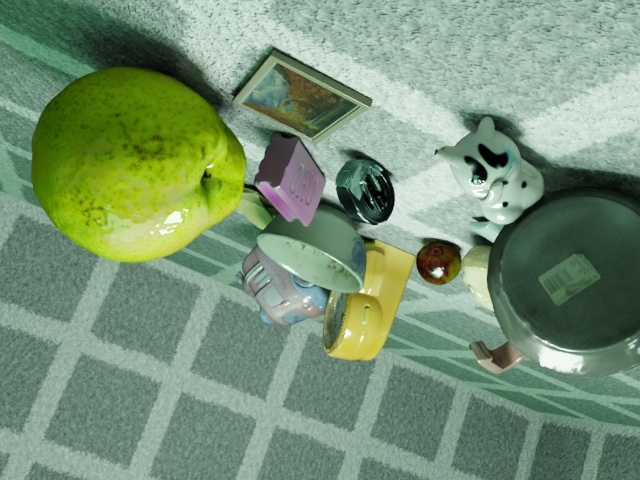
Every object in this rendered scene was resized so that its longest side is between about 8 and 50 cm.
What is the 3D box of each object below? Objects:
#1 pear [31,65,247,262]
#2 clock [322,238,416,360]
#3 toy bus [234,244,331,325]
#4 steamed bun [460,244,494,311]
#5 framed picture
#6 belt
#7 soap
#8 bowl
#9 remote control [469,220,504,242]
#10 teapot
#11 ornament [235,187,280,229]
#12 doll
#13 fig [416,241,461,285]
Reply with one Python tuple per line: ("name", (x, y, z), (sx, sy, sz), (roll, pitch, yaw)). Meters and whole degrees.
("pear", (-0.324, -0.139, 1.295), (0.390, 0.391, 0.391), (19, 166, 5))
("clock", (0.112, 0.170, 1.907), (0.200, 0.317, 0.244), (15, 166, -9))
("toy bus", (-0.108, 0.126, 2.080), (0.294, 0.231, 0.197), (55, -176, 24))
("steamed bun", (0.415, 0.083, 1.593), (0.231, 0.111, 0.212), (26, 158, 0))
("framed picture", (-0.040, -0.237, 1.206), (0.184, 0.016, 0.250), (24, 165, -18))
("belt", (0.089, -0.095, 1.366), (0.058, 0.105, 0.140), (5, 135, 56))
("soap", (-0.059, -0.122, 1.445), (0.065, 0.122, 0.203), (15, 166, 21))
("bowl", (0.000, 0.000, 1.742), (0.289, 0.146, 0.289), (23, 162, 8))
("remote control", (0.384, -0.003, 1.470), (0.162, 0.029, 0.061), (28, 166, -28))
("teapot", (0.434, 0.111, 1.220), (0.306, 0.376, 0.361), (60, -166, 26))
("ornament", (-0.191, -0.102, 1.831), (0.201, 0.059, 0.180), (26, 162, -14))
("doll", (0.273, -0.103, 1.100), (0.180, 0.110, 0.107), (34, -160, -47))
("fig", (0.290, 0.066, 1.703), (0.109, 0.103, 0.155), (37, 169, 35))
